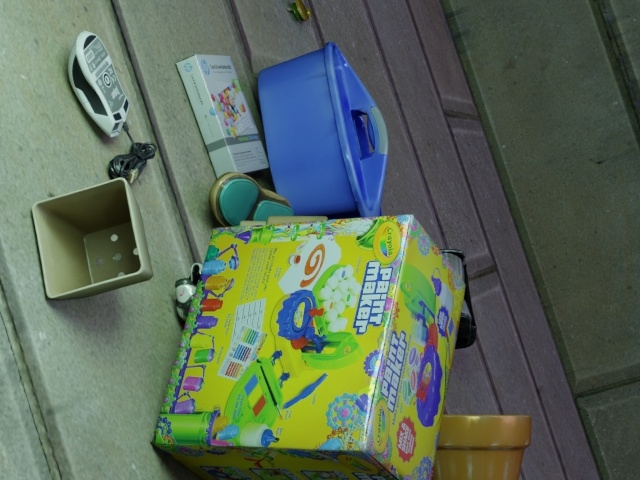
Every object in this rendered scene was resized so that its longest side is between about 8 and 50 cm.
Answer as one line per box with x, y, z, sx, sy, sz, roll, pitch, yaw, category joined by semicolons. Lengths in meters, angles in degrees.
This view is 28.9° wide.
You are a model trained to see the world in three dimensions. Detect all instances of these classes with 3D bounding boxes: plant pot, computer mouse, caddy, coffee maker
-0.237;0.008;1.354;0.096;0.109;0.109;50;26;-72;plant pot
-0.265;-0.165;1.526;0.106;0.042;0.193;-65;138;-57;computer mouse
0.022;-0.156;2.020;0.241;0.179;0.341;57;21;-64;caddy
0.264;0.133;2.538;0.171;0.120;0.178;51;28;-45;coffee maker
0.279;0.409;2.240;0.205;0.205;0.188;19;70;-66;plant pot

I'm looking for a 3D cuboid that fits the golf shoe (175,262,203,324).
-0.133;0.062;1.621;0.086;0.067;0.186;69;19;-7;golf shoe

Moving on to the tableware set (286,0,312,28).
-0.059;-0.485;2.398;0.154;0.024;0.104;56;21;-34;tableware set

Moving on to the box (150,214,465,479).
-0.007;0.142;1.465;0.177;0.279;0.290;48;48;-47;box

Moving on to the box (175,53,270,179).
-0.144;-0.186;1.868;0.186;0.038;0.145;70;19;0;box

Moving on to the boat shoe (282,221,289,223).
-0.021;0.096;1.728;0.098;0.096;0.277;-49;151;-27;boat shoe

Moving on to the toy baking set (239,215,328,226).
-0.002;-0.001;1.784;0.197;0.256;0.030;48;43;-73;toy baking set

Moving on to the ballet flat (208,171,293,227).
-0.117;-0.055;1.786;0.080;0.073;0.232;-61;155;-1;ballet flat
